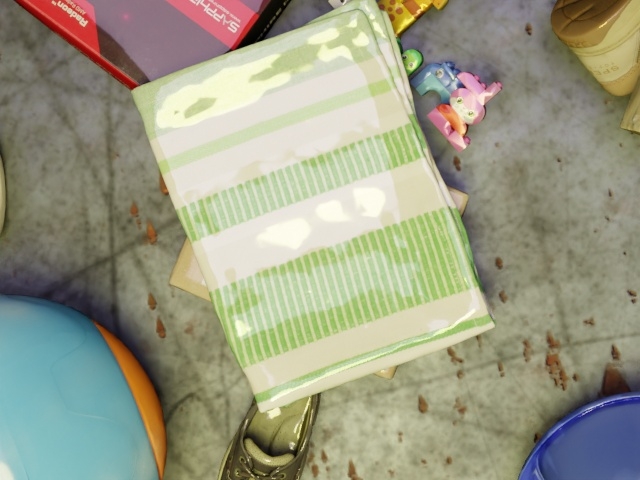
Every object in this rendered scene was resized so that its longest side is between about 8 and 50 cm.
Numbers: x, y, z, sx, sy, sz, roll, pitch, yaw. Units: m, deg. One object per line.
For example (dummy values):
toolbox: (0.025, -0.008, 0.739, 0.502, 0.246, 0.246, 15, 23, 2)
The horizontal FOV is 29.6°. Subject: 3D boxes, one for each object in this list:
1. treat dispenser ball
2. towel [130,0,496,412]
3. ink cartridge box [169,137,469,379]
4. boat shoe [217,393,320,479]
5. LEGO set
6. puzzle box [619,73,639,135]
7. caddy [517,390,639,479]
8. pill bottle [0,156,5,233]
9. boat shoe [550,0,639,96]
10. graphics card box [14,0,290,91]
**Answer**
treat dispenser ball: (-0.281, 0.192, 1.074, 0.288, 0.288, 0.288, 0, 88, 3)
towel: (-0.004, -0.032, 1.104, 0.247, 0.038, 0.325, -21, 87, 3)
ink cartridge box: (0.000, 0.000, 1.166, 0.234, 0.088, 0.193, 23, 91, 4)
boat shoe: (-0.052, 0.204, 1.168, 0.080, 0.073, 0.224, 20, 89, 4)
LEGO set: (0.099, -0.204, 1.163, 0.093, 0.087, 0.227, -42, 88, 16)
puzzle box: (0.506, -0.159, 1.096, 0.409, 0.052, 0.272, 18, 96, -11)
caddy: (0.350, 0.261, 1.098, 0.341, 0.179, 0.241, 0, 112, 3)
pill bottle: (-0.429, -0.046, 1.174, 0.221, 0.121, 0.121, -4, 88, 3)
boat shoe: (0.364, -0.289, 1.152, 0.341, 0.121, 0.110, -47, 122, 1)
graphics card box: (-0.110, -0.321, 1.179, 0.233, 0.094, 0.371, 37, 90, 4)
